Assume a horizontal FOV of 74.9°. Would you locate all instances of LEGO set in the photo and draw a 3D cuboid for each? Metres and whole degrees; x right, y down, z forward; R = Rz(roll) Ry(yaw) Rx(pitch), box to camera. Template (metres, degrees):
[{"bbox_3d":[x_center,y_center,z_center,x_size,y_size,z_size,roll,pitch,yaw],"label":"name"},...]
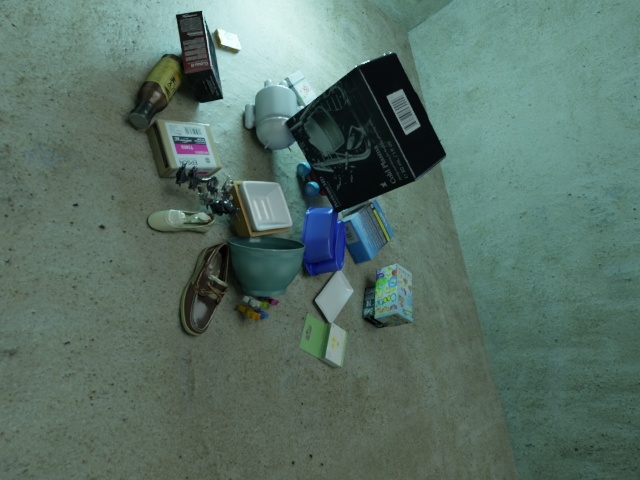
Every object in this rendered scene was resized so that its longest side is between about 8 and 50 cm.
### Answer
[{"bbox_3d":[-0.258,0.253,1.609,0.087,0.093,0.227,-66,162,-1],"label":"LEGO set"}]

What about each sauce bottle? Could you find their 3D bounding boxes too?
[{"bbox_3d":[-0.605,-0.553,1.554,0.111,0.111,0.345,37,50,-33],"label":"sauce bottle"}]

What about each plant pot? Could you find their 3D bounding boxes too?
[{"bbox_3d":[-0.211,0.101,1.611,0.293,0.293,0.196,-7,105,-50],"label":"plant pot"}]

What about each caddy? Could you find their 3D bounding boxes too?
[{"bbox_3d":[0.000,0.000,1.958,0.241,0.179,0.341,59,32,-50],"label":"caddy"}]

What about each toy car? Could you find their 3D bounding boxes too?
[{"bbox_3d":[0.048,-0.354,2.117,0.219,0.238,0.210,-23,91,-52],"label":"toy car"}]

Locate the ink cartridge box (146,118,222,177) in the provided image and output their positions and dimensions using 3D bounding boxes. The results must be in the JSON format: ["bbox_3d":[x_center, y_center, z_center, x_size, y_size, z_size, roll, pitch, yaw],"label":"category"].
[{"bbox_3d":[-0.510,-0.345,1.585,0.234,0.088,0.193,-14,83,-52],"label":"ink cartridge box"}]

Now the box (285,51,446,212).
[{"bbox_3d":[0.185,-0.437,1.784,0.297,0.471,0.480,-37,101,-38],"label":"box"}]

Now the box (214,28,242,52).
[{"bbox_3d":[-0.436,-0.950,1.994,0.136,0.028,0.081,-9,81,-53],"label":"box"}]

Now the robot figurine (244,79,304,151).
[{"bbox_3d":[-0.203,-0.576,1.954,0.299,0.200,0.354,-1,70,-8],"label":"robot figurine"}]

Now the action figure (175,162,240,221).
[{"bbox_3d":[-0.387,-0.180,1.540,0.275,0.164,0.141,42,65,-46],"label":"action figure"}]

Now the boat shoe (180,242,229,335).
[{"bbox_3d":[-0.388,0.160,1.469,0.123,0.123,0.342,36,49,-34],"label":"boat shoe"}]

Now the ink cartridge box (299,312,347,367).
[{"bbox_3d":[0.020,0.447,1.872,0.235,0.056,0.171,40,47,-34],"label":"ink cartridge box"}]

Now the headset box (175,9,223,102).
[{"bbox_3d":[-0.480,-0.718,1.684,0.218,0.110,0.293,93,-15,-77],"label":"headset box"}]

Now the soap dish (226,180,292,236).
[{"bbox_3d":[-0.253,-0.129,1.730,0.291,0.118,0.229,-13,83,-61],"label":"soap dish"}]

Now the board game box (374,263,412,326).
[{"bbox_3d":[0.379,0.285,2.164,0.144,0.142,0.275,33,50,-35],"label":"board game box"}]

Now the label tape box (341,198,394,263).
[{"bbox_3d":[0.258,-0.058,2.332,0.347,0.115,0.249,-40,105,-52],"label":"label tape box"}]

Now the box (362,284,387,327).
[{"bbox_3d":[0.302,0.352,2.221,0.147,0.077,0.180,36,48,-34],"label":"box"}]

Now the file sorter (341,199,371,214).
[{"bbox_3d":[0.220,-0.296,2.333,0.277,0.192,0.173,-35,98,-50],"label":"file sorter"}]

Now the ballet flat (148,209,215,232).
[{"bbox_3d":[-0.485,-0.077,1.497,0.248,0.086,0.086,0,74,-49],"label":"ballet flat"}]

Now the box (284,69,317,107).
[{"bbox_3d":[-0.107,-0.835,2.315,0.186,0.038,0.145,56,41,-17],"label":"box"}]

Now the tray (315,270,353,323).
[{"bbox_3d":[0.063,0.267,2.021,0.145,0.030,0.270,59,40,-14],"label":"tray"}]
